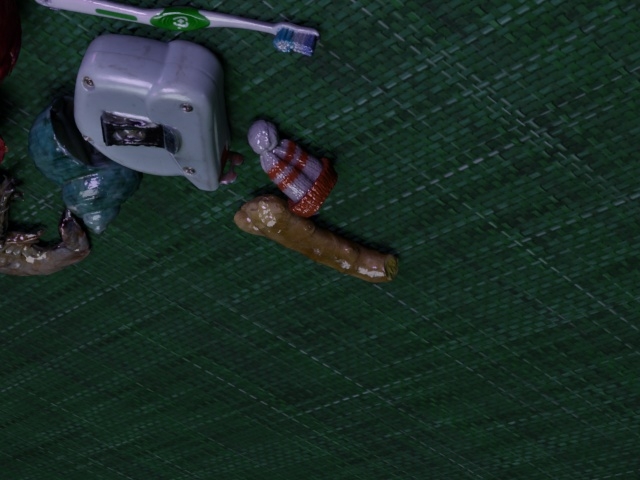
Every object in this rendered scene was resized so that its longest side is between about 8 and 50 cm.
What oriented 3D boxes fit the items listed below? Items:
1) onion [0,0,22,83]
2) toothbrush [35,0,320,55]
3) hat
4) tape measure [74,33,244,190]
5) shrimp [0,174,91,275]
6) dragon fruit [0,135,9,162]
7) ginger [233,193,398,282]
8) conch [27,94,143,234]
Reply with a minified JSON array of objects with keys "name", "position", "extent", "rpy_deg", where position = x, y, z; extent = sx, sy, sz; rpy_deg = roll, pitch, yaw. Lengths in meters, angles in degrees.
[{"name":"onion","position":[-0.553,-0.285,1.754],"extent":[0.276,0.276,0.276],"rpy_deg":[9,147,6]},{"name":"toothbrush","position":[-0.204,-0.314,1.773],"extent":[0.418,0.040,0.042],"rpy_deg":[12,146,9]},{"name":"hat","position":[-0.054,-0.120,1.972],"extent":[0.162,0.112,0.093],"rpy_deg":[38,113,-18]},{"name":"tape measure","position":[-0.246,-0.187,1.892],"extent":[0.246,0.125,0.243],"rpy_deg":[8,147,6]},{"name":"shrimp","position":[-0.539,-0.021,2.302],"extent":[0.247,0.085,0.360],"rpy_deg":[7,152,-8]},{"name":"dragon fruit","position":[-0.592,-0.180,2.045],"extent":[0.126,0.161,0.274],"rpy_deg":[-3,153,-47]},{"name":"ginger","position":[-0.001,0.003,2.152],"extent":[0.299,0.065,0.118],"rpy_deg":[25,159,-16]},{"name":"conch","position":[-0.375,-0.115,2.009],"extent":[0.134,0.196,0.202],"rpy_deg":[-37,85,25]}]
